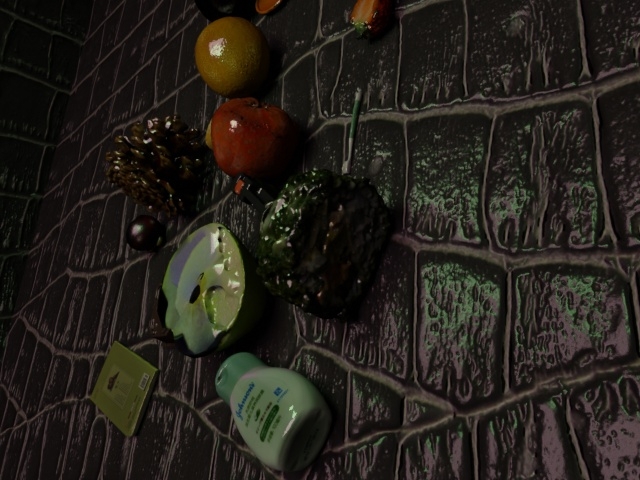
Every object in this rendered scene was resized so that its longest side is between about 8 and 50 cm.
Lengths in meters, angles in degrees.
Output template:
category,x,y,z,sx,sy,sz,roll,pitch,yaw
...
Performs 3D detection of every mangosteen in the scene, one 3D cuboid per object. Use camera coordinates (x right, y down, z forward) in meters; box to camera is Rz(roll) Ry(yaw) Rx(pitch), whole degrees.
category,x,y,z,sx,sy,sz,roll,pitch,yaw
mangosteen,-0.387,-1.010,2.040,0.287,0.232,0.288,20,113,58
mangosteen,-0.675,-0.023,1.971,0.152,0.152,0.153,-18,62,36

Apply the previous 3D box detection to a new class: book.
category,x,y,z,sx,sy,sz,roll,pitch,yaw
book,-0.711,0.526,1.838,0.352,0.035,0.240,13,80,45

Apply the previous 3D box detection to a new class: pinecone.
category,x,y,z,sx,sy,sz,roll,pitch,yaw
pinecone,-0.574,-0.295,1.872,0.384,0.384,0.385,-18,62,36

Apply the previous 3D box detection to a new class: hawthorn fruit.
category,x,y,z,sx,sy,sz,roll,pitch,yaw
hawthorn fruit,-0.215,-0.282,1.578,0.276,0.275,0.308,28,106,45

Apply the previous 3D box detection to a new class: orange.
category,x,y,z,sx,sy,sz,roll,pitch,yaw
orange,-0.306,-0.641,1.792,0.274,0.274,0.275,-18,62,36

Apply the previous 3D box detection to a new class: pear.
category,x,y,z,sx,sy,sz,roll,pitch,yaw
pear,-0.301,0.161,1.521,0.398,0.165,0.400,-18,62,36

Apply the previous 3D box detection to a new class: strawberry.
category,x,y,z,sx,sy,sz,roll,pitch,yaw
strawberry,0.159,-0.680,1.508,0.140,0.085,0.193,-30,49,40

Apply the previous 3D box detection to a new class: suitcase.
category,x,y,z,sx,sy,sz,roll,pitch,yaw
suitcase,-0.112,-0.085,1.423,0.285,0.206,0.066,43,108,44

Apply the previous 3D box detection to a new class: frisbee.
category,x,y,z,sx,sy,sz,roll,pitch,yaw
frisbee,-0.176,-0.955,1.961,0.191,0.035,0.192,-18,61,36

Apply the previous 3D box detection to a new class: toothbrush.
category,x,y,z,sx,sy,sz,roll,pitch,yaw
toothbrush,0.093,-0.311,1.463,0.024,0.018,0.258,-4,71,48

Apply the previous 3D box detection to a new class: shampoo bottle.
category,x,y,z,sx,sy,sz,roll,pitch,yaw
shampoo bottle,-0.139,0.407,1.284,0.349,0.151,0.222,26,93,46

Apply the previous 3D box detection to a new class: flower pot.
category,x,y,z,sx,sy,sz,roll,pitch,yaw
flower pot,-0.513,0.236,1.742,0.178,0.084,0.251,-13,64,38

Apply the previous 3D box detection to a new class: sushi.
category,x,y,z,sx,sy,sz,roll,pitch,yaw
sushi,0.000,0.000,1.228,0.178,0.294,0.352,20,88,49

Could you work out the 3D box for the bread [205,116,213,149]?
category,x,y,z,sx,sy,sz,roll,pitch,yaw
bread,-0.337,-0.388,1.815,0.073,0.122,0.149,-7,64,53
